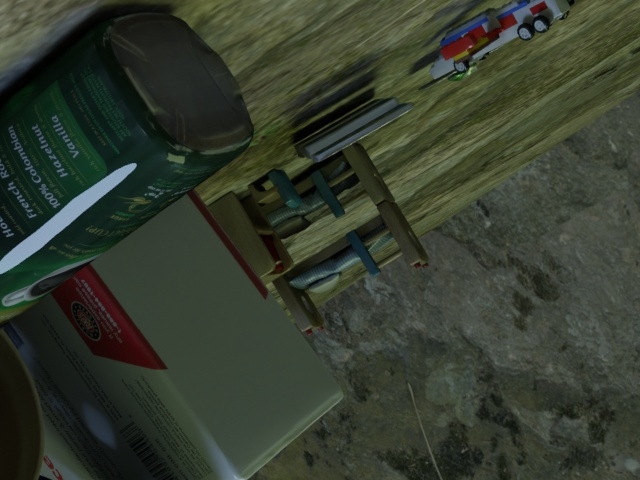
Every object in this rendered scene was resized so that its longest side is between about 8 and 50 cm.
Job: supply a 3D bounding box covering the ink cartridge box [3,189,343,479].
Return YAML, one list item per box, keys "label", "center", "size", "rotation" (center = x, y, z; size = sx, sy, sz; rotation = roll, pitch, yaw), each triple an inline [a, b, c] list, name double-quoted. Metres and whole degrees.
- label: "ink cartridge box"
  center: [-0.135, 0.105, 1.106]
  size: [0.114, 0.197, 0.273]
  rotation: [-35, 178, -36]

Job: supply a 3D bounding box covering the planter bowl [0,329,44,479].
- label: "planter bowl"
  center: [-0.234, 0.101, 0.725]
  size: [0.109, 0.162, 0.162]
  rotation: [-39, 171, 33]

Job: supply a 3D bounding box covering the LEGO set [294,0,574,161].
- label: "LEGO set"
  center: [0.086, -0.138, 1.087]
  size: [0.244, 0.060, 0.182]
  rotation: [-30, -173, -2]

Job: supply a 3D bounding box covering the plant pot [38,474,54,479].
- label: "plant pot"
  center: [-0.204, 0.271, 0.971]
  size: [0.236, 0.236, 0.212]
  rotation: [-64, 156, -16]

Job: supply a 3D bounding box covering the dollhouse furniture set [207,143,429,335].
- label: "dollhouse furniture set"
  center: [0.000, 0.000, 1.288]
  size: [0.129, 0.129, 0.184]
  rotation: [-32, 174, 10]

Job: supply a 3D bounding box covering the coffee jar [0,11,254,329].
- label: "coffee jar"
  center: [-0.126, -0.023, 0.670]
  size: [0.184, 0.079, 0.096]
  rotation: [-34, 177, 24]
